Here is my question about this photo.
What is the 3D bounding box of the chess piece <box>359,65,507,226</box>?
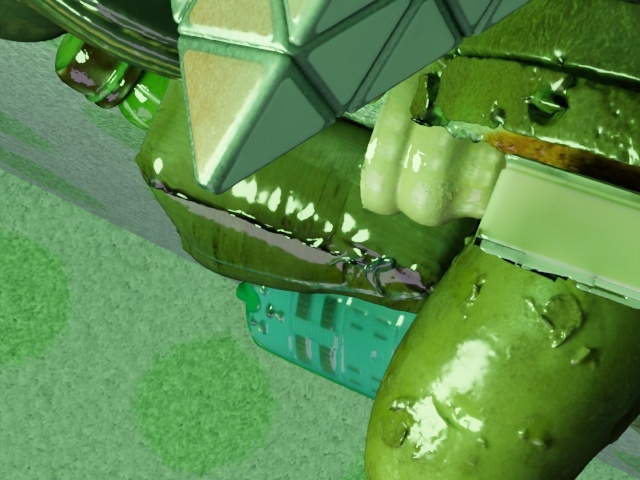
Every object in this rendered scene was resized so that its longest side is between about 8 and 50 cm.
[{"bbox_3d":[0.175,-0.053,1.558,0.261,0.142,0.143,17,169,13],"label":"chess piece"}]

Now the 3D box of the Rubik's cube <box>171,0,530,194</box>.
[{"bbox_3d":[0.016,-0.195,1.094,0.228,0.229,0.233,-12,117,12],"label":"Rubik's cube"}]

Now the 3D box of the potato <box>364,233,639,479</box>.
[{"bbox_3d":[0.182,0.125,1.762,0.219,0.359,0.270,34,167,23],"label":"potato"}]

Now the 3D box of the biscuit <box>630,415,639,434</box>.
[{"bbox_3d":[0.461,0.227,2.464,0.186,0.079,0.309,18,167,36],"label":"biscuit"}]

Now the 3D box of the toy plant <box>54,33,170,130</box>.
[{"bbox_3d":[-0.195,-0.172,2.025,0.162,0.093,0.093,29,172,-28],"label":"toy plant"}]

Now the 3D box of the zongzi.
[{"bbox_3d":[0.000,0.000,2.052,0.356,0.174,0.393,23,159,12],"label":"zongzi"}]

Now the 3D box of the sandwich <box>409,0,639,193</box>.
[{"bbox_3d":[0.208,-0.089,1.285,0.212,0.109,0.292,20,179,-19],"label":"sandwich"}]

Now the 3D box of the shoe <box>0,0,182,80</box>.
[{"bbox_3d":[-0.180,-0.220,1.419,0.384,0.171,0.237,28,165,1],"label":"shoe"}]

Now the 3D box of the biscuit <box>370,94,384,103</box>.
[{"bbox_3d":[-0.022,-0.169,1.604,0.118,0.061,0.183,-30,136,28],"label":"biscuit"}]

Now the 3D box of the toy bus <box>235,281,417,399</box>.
[{"bbox_3d":[0.073,0.079,2.220,0.343,0.183,0.199,21,-146,32],"label":"toy bus"}]

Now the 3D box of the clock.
[{"bbox_3d":[0.208,0.008,1.309,0.147,0.071,0.192,20,180,28],"label":"clock"}]
